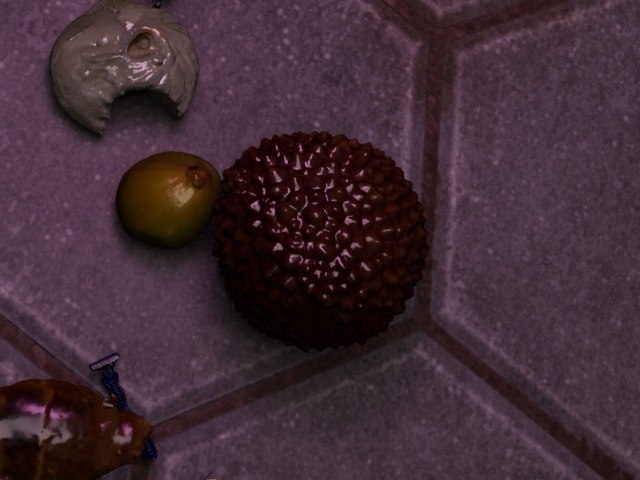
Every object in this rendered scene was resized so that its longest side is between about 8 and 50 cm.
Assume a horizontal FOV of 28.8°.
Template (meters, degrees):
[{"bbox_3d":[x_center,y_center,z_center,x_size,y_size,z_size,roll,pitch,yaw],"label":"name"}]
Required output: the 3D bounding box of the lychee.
[{"bbox_3d":[0.000,0.000,1.673,0.305,0.330,0.306,0,87,10],"label":"lychee"}]

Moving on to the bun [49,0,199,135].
[{"bbox_3d":[-0.270,-0.247,1.749,0.204,0.126,0.212,45,70,1],"label":"bun"}]

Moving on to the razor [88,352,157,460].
[{"bbox_3d":[-0.260,0.228,1.677,0.044,0.028,0.155,-26,83,-25],"label":"razor"}]

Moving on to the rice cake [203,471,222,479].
[{"bbox_3d":[-0.231,0.392,1.629,0.256,0.052,0.057,-33,120,-21],"label":"rice cake"}]

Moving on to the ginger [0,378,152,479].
[{"bbox_3d":[-0.383,0.305,1.544,0.357,0.152,0.274,-37,79,-21],"label":"ginger"}]

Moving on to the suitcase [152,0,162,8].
[{"bbox_3d":[-0.225,-0.415,1.827,0.059,0.086,0.126,32,69,-22],"label":"suitcase"}]

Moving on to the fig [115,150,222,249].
[{"bbox_3d":[-0.208,-0.059,1.724,0.153,0.121,0.136,-35,81,4],"label":"fig"}]
